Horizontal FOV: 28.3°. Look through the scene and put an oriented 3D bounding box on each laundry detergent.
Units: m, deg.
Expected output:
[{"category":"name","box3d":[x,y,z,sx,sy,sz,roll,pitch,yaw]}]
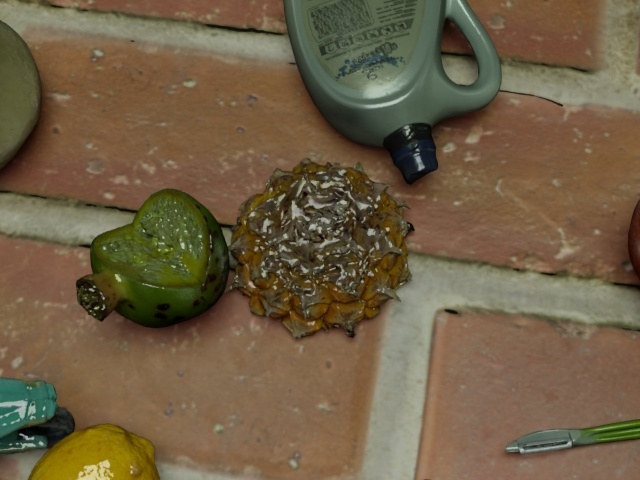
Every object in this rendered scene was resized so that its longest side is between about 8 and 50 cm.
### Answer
[{"category":"laundry detergent","box3d":[0.086,-0.199,1.406,0.215,0.105,0.280,-18,70,-7]}]

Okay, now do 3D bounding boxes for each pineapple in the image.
[{"category":"pineapple","box3d":[0.000,0.000,1.357,0.225,0.076,0.225,-1,71,3]}]

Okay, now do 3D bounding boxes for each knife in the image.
[{"category":"knife","box3d":[0.279,0.201,1.310,0.184,0.026,0.022,-7,111,-4]}]

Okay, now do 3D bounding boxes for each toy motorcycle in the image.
[{"category":"toy motorcycle","box3d":[-0.395,0.177,1.239,0.296,0.198,0.109,-6,66,-2]}]

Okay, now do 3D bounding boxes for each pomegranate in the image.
[{"category":"pomegranate","box3d":[-0.173,0.036,1.318,0.143,0.122,0.169,26,60,25]}]

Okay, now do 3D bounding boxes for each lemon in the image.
[{"category":"lemon","box3d":[-0.230,0.248,1.255,0.155,0.114,0.114,-39,75,-7]}]

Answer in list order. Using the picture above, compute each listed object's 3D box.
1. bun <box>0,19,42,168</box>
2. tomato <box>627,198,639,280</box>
[{"category":"bun","box3d":[-0.446,-0.167,1.376,0.273,0.168,0.273,2,67,-5]},{"category":"tomato","box3d":[0.440,0.000,1.289,0.232,0.188,0.232,0,72,-1]}]
